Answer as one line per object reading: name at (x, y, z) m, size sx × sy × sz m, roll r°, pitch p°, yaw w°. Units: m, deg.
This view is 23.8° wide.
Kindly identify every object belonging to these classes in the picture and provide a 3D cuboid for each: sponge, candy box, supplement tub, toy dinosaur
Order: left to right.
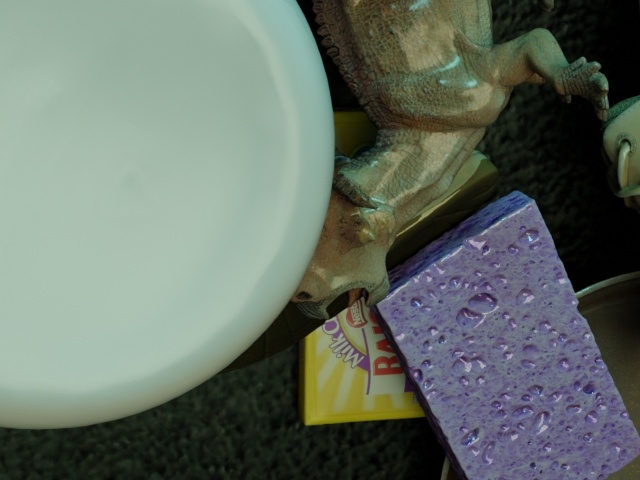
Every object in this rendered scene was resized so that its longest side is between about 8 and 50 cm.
supplement tub at (-0.146, -0.066, 0.751) m, size 0.241 × 0.331 × 0.241 m, roll -4°, pitch 103°, yaw -15°
candy box at (0.038, 0.016, 0.981) m, size 0.105 × 0.027 × 0.206 m, roll -2°, pitch 102°, yaw -11°
toy dinosaur at (0.040, -0.121, 0.852) m, size 0.200 × 0.127 × 0.295 m, roll -7°, pitch 70°, yaw 0°
sponge at (0.119, 0.085, 0.951) m, size 0.117 × 0.031 × 0.210 m, roll -33°, pitch 116°, yaw -9°

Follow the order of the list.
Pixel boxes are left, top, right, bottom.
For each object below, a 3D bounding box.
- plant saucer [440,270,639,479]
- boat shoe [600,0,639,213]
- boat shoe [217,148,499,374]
plant saucer at (0.220, 0.165, 1.054) m, size 0.311 × 0.050 × 0.310 m, roll -4°, pitch 104°, yaw -15°
boat shoe at (0.230, -0.058, 0.962) m, size 0.110 × 0.121 × 0.341 m, roll 6°, pitch 82°, yaw 4°
boat shoe at (0.000, -0.001, 0.919) m, size 0.223 × 0.080 × 0.073 m, roll -33°, pitch 69°, yaw -7°
